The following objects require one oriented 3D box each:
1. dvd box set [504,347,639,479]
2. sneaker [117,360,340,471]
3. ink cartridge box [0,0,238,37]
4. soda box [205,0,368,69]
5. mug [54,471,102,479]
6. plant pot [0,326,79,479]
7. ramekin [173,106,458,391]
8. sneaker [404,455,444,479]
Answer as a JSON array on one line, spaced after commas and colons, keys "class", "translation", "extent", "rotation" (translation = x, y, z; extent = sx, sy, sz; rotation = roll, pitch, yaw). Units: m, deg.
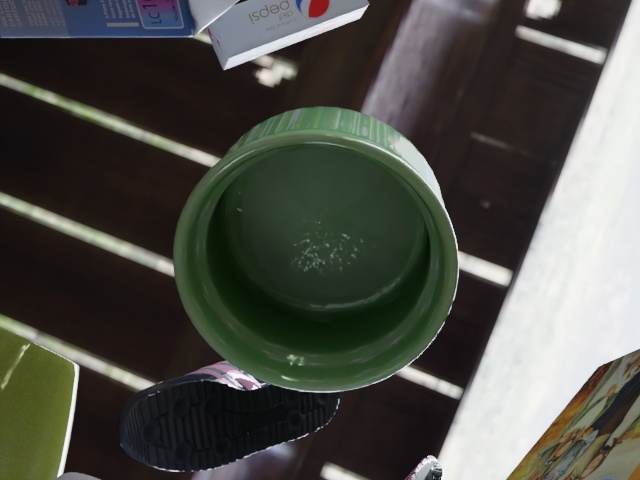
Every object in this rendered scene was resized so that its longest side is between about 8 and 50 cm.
[{"class": "dvd box set", "translation": [0.268, 0.246, 1.439], "extent": [0.420, 0.062, 0.307], "rotation": [-44, -178, -29]}, {"class": "sneaker", "translation": [-0.128, 0.197, 1.687], "extent": [0.319, 0.131, 0.112], "rotation": [-3, 98, -45]}, {"class": "ink cartridge box", "translation": [-0.287, -0.369, 1.835], "extent": [0.270, 0.396, 0.151], "rotation": [-51, 136, -52]}, {"class": "soda box", "translation": [-0.046, -0.311, 1.996], "extent": [0.216, 0.069, 0.074], "rotation": [-23, 178, -11]}, {"class": "mug", "translation": [-0.222, 0.479, 1.471], "extent": [0.328, 0.374, 0.276], "rotation": [-53, 175, -27]}, {"class": "plant pot", "translation": [-0.452, 0.271, 1.935], "extent": [0.293, 0.275, 0.275], "rotation": [-65, 164, -11]}, {"class": "ramekin", "translation": [0.000, 0.000, 1.577], "extent": [0.148, 0.303, 0.303], "rotation": [-79, -178, -65]}, {"class": "sneaker", "translation": [0.103, 0.310, 1.554], "extent": [0.072, 0.077, 0.178], "rotation": [-53, 179, 38]}]
